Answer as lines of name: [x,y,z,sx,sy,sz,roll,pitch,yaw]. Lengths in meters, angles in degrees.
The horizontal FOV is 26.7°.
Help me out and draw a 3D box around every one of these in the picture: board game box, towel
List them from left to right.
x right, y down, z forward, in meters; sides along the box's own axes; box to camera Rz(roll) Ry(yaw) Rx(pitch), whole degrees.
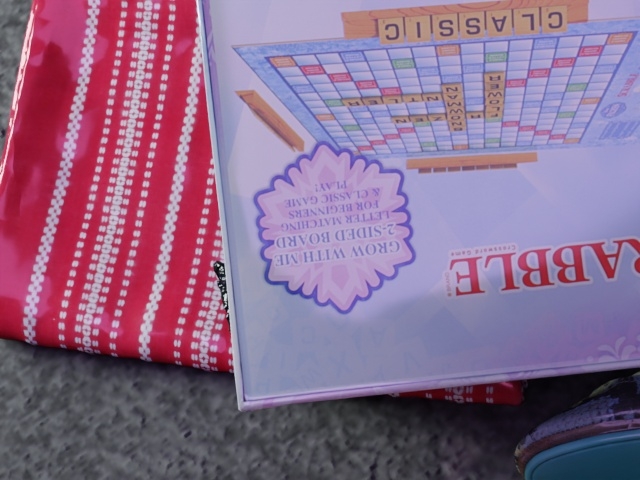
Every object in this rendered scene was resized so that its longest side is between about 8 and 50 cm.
towel: [-0.028,-0.035,0.637,0.275,0.031,0.199,6,76,17]
board game box: [0.110,-0.109,0.514,0.318,0.066,0.318,-6,87,9]

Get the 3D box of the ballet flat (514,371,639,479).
ballet flat: [0.173,0.069,0.539,0.188,0.070,0.070,-3,72,13]

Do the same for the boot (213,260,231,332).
boot: [0.000,0.000,0.584,0.099,0.045,0.121,-27,74,7]
